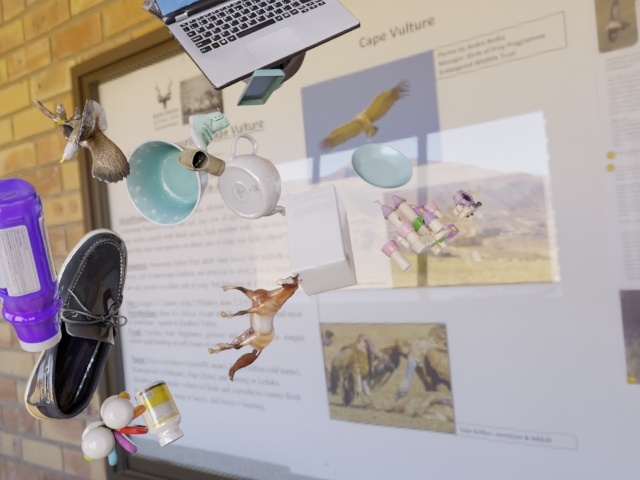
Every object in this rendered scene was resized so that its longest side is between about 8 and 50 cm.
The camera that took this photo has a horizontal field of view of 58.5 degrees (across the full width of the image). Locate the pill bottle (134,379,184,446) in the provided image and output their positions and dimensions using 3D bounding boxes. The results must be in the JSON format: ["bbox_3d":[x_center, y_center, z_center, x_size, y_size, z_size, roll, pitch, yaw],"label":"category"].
[{"bbox_3d":[-0.492,0.533,1.762,0.103,0.184,0.103,-27,-14,-8],"label":"pill bottle"}]

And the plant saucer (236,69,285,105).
[{"bbox_3d":[-0.132,-0.327,1.228,0.067,0.018,0.192,-8,-2,-19],"label":"plant saucer"}]

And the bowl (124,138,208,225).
[{"bbox_3d":[-0.534,-0.222,2.080,0.311,0.312,0.163,-5,14,21],"label":"bowl"}]

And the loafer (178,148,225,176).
[{"bbox_3d":[-0.281,-0.187,1.319,0.147,0.056,0.050,15,-8,36],"label":"loafer"}]

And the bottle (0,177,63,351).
[{"bbox_3d":[-0.473,0.048,0.912,0.092,0.283,0.118,-17,35,-31],"label":"bottle"}]

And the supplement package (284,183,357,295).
[{"bbox_3d":[0.000,0.000,1.845,0.177,0.293,0.175,-13,-34,11],"label":"supplement package"}]

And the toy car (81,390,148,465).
[{"bbox_3d":[-0.515,0.486,1.454,0.136,0.182,0.159,37,-21,-13],"label":"toy car"}]

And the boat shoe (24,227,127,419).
[{"bbox_3d":[-0.594,0.213,1.455,0.155,0.501,0.186,2,-19,42],"label":"boat shoe"}]

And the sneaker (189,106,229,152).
[{"bbox_3d":[-0.431,-0.436,2.247,0.151,0.094,0.256,-17,44,-1],"label":"sneaker"}]

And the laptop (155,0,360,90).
[{"bbox_3d":[-0.175,-0.606,1.271,0.381,0.408,0.236,-29,-29,-15],"label":"laptop"}]

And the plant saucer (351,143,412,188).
[{"bbox_3d":[0.184,-0.218,1.752,0.194,0.195,0.037,-5,-36,-18],"label":"plant saucer"}]

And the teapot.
[{"bbox_3d":[-0.234,-0.215,2.068,0.252,0.256,0.187,32,44,15],"label":"teapot"}]

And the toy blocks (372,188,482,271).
[{"bbox_3d":[0.375,-0.097,2.169,0.288,0.260,0.309,-20,-27,-42],"label":"toy blocks"}]

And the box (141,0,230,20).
[{"bbox_3d":[-0.371,-0.747,1.709,0.216,0.270,0.060,27,7,-46],"label":"box"}]

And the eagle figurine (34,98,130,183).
[{"bbox_3d":[-0.709,-0.314,1.745,0.298,0.225,0.226,19,10,36],"label":"eagle figurine"}]

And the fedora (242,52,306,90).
[{"bbox_3d":[-0.162,-0.559,1.729,0.243,0.276,0.124,4,-20,0],"label":"fedora"}]

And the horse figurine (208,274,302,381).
[{"bbox_3d":[-0.153,0.187,1.283,0.174,0.264,0.066,-3,29,-34],"label":"horse figurine"}]
